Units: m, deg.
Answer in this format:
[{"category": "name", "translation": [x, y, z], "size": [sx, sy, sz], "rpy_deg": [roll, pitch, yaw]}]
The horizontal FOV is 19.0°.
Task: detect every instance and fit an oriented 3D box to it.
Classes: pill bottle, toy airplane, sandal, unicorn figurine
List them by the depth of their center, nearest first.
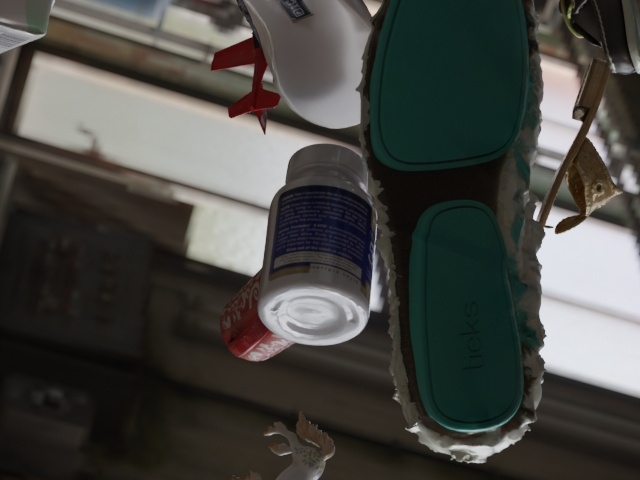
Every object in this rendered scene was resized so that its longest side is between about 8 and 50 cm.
[{"category": "pill bottle", "translation": [0.000, 0.000, 1.905], "size": [0.112, 0.112, 0.187], "rpy_deg": [121, -20, -52]}, {"category": "toy airplane", "translation": [-0.064, -0.185, 2.017], "size": [0.151, 0.028, 0.151], "rpy_deg": [-14, -116, 31]}, {"category": "sandal", "translation": [0.298, -0.078, 2.091], "size": [0.088, 0.079, 0.240], "rpy_deg": [84, 25, -84]}, {"category": "unicorn figurine", "translation": [-0.038, 0.277, 2.111], "size": [0.060, 0.111, 0.162], "rpy_deg": [17, 102, -61]}]

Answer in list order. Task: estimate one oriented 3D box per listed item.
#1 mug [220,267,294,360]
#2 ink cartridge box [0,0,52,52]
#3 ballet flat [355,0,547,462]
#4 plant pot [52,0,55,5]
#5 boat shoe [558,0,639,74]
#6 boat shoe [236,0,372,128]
[{"category": "mug", "translation": [-0.069, 0.087, 2.401], "size": [0.169, 0.150, 0.113], "rpy_deg": [-39, -113, 56]}, {"category": "ink cartridge box", "translation": [-0.242, -0.260, 1.499], "size": [0.181, 0.056, 0.225], "rpy_deg": [-4, -109, 64]}, {"category": "ballet flat", "translation": [0.101, -0.029, 1.471], "size": [0.147, 0.147, 0.409], "rpy_deg": [141, -47, -71]}, {"category": "plant pot", "translation": [-0.413, -0.413, 2.329], "size": [0.191, 0.284, 0.284], "rpy_deg": [-63, -176, -32]}, {"category": "boat shoe", "translation": [0.250, -0.219, 1.734], "size": [0.228, 0.068, 0.081], "rpy_deg": [-92, 165, -51]}, {"category": "boat shoe", "translation": [-0.025, -0.270, 1.924], "size": [0.340, 0.127, 0.158], "rpy_deg": [61, 15, -49]}]
